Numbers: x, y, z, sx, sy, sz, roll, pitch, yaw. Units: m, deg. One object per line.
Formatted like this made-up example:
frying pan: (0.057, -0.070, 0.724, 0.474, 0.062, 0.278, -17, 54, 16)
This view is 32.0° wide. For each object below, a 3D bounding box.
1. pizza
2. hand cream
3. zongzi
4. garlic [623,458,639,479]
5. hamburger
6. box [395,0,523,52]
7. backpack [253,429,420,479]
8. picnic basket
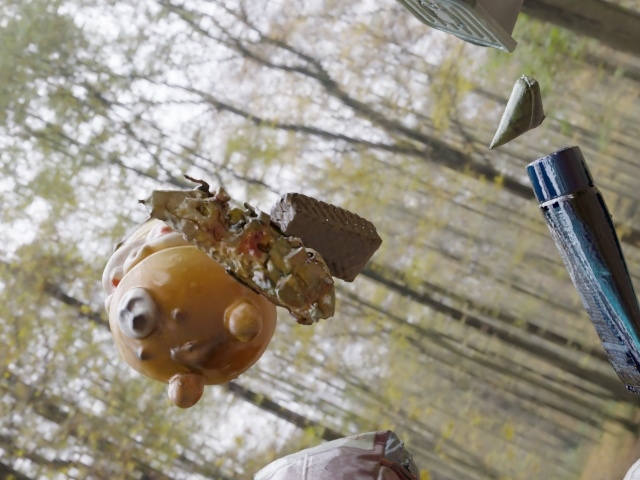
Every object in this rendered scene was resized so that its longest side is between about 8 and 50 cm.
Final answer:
pizza: (-0.070, -0.003, 1.160, 0.069, 0.226, 0.147, -52, 2, 18)
hand cream: (0.286, 0.037, 1.152, 0.061, 0.271, 0.120, -20, -2, -6)
zongzi: (0.321, -0.214, 1.876, 0.113, 0.052, 0.104, -32, -43, -5)
garlic: (0.420, 0.274, 1.232, 0.174, 0.124, 0.099, -42, -17, 26)
hamburger: (-0.192, 0.106, 1.665, 0.237, 0.276, 0.276, -101, 22, -57)
box: (0.188, -0.360, 1.493, 0.243, 0.163, 0.135, 17, -84, -61)
backpack: (0.019, 0.428, 1.696, 0.283, 0.197, 0.317, -26, 8, 7)
picnic basket: (0.000, 0.000, 1.665, 0.193, 0.055, 0.110, 19, -61, -35)
